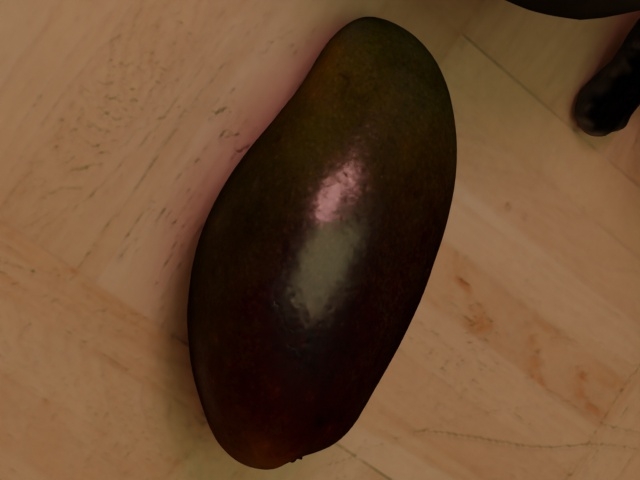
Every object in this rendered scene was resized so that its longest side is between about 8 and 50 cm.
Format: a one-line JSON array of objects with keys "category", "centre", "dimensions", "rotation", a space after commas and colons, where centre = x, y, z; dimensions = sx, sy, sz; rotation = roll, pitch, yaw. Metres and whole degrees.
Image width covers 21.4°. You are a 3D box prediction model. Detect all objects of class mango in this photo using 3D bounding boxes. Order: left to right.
[{"category": "mango", "centre": [0.000, 0.000, 0.958], "dimensions": [0.133, 0.111, 0.268], "rotation": [21, 85, -16]}]

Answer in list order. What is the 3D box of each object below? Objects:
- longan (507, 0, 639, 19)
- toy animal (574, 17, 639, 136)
[{"category": "longan", "centre": [0.138, -0.267, 0.907], "dimensions": [0.300, 0.243, 0.300], "rotation": [-21, 115, -57]}, {"category": "toy animal", "centre": [0.319, -0.171, 0.974], "dimensions": [0.194, 0.302, 0.344], "rotation": [15, 92, -24]}]
